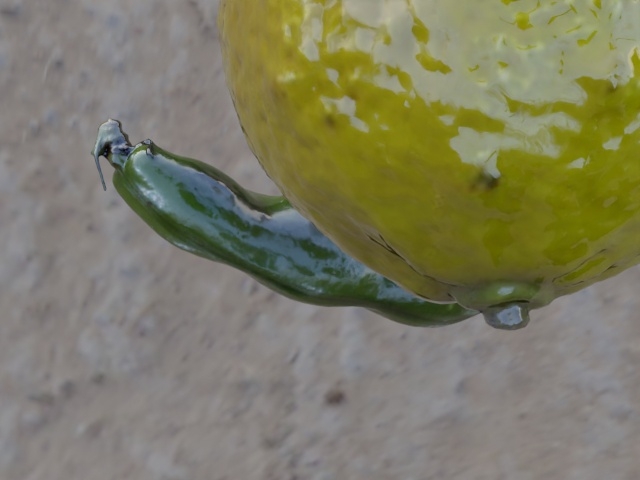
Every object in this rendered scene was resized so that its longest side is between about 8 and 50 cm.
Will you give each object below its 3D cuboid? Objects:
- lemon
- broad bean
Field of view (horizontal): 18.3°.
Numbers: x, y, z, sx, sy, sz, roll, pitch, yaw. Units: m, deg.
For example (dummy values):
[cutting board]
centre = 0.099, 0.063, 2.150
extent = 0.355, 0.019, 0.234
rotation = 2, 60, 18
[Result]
[lemon]
centre = 0.063, -0.083, 0.648
extent = 0.192, 0.192, 0.231
rotation = 5, 78, -9
[broad bean]
centre = 0.000, 0.003, 1.019
extent = 0.254, 0.046, 0.065
rotation = 18, 48, -25
